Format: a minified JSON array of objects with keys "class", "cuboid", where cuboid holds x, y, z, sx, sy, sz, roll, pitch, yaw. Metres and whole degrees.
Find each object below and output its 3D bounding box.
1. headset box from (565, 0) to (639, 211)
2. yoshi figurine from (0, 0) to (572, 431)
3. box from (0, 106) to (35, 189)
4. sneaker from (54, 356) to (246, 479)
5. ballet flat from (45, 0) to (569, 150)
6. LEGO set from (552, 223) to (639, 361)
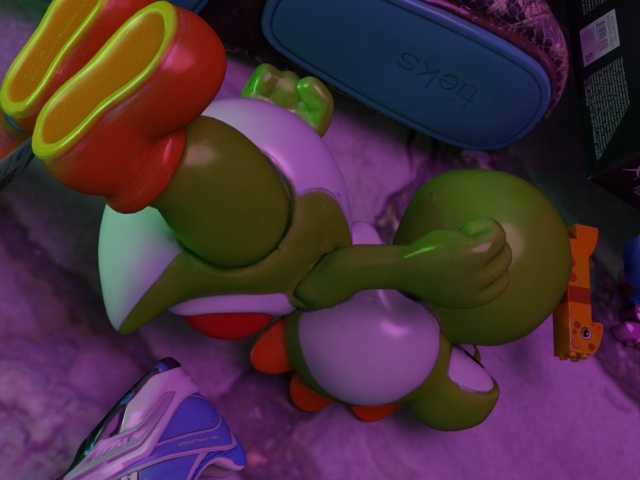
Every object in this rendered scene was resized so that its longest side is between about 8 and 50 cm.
[{"class":"headset box","cuboid":[0.317,-0.095,0.852,0.293,0.110,0.218,27,50,-33]},{"class":"yoshi figurine","cuboid":[0.015,-0.024,0.666,0.362,0.203,0.204,39,51,-35]},{"class":"box","cuboid":[-0.208,-0.029,0.653,0.028,0.081,0.136,45,60,-5]},{"class":"sneaker","cuboid":[-0.121,0.162,0.633,0.081,0.080,0.211,42,62,-4]},{"class":"ballet flat","cuboid":[-0.047,-0.205,0.764,0.482,0.164,0.182,18,45,-25]},{"class":"LEGO set","cuboid":[0.182,0.045,0.811,0.227,0.087,0.093,9,70,-21]}]
